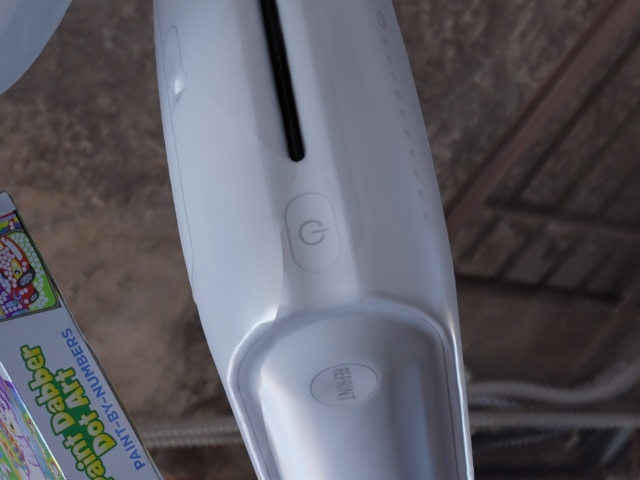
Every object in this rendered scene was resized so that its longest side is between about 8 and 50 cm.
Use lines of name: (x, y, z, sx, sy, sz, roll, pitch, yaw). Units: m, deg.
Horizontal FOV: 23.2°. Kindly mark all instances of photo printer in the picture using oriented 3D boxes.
photo printer: (0.000, 0.000, 0.725, 0.107, 0.307, 0.256, -12, -124, 1)

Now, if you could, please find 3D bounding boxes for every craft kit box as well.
craft kit box: (-0.172, 0.111, 0.959, 0.061, 0.250, 0.247, -26, -92, -22)

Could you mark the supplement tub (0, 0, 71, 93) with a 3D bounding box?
supplement tub: (-0.323, -0.250, 1.052, 0.316, 0.228, 0.228, 26, -152, 2)
